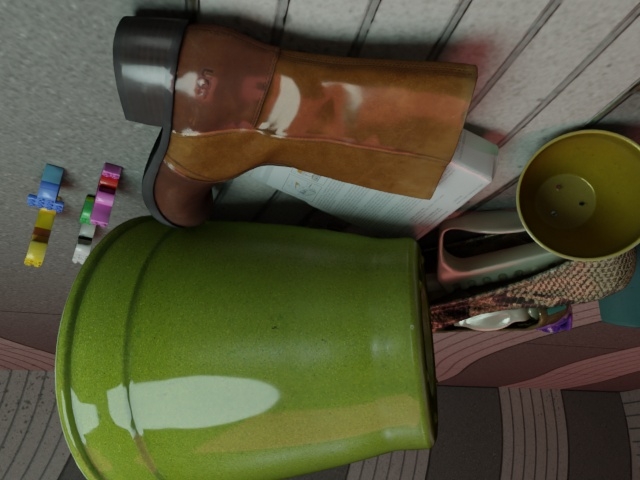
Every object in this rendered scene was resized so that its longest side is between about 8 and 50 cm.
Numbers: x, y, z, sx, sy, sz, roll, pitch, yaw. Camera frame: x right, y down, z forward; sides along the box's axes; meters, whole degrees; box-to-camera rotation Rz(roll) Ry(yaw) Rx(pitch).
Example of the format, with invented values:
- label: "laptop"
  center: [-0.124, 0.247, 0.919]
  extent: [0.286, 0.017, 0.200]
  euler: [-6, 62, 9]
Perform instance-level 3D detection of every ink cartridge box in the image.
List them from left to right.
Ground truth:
- label: "ink cartridge box"
  center: [0.050, -0.085, 0.516]
  extent: [0.225, 0.056, 0.181]
  euler: [25, 150, -9]

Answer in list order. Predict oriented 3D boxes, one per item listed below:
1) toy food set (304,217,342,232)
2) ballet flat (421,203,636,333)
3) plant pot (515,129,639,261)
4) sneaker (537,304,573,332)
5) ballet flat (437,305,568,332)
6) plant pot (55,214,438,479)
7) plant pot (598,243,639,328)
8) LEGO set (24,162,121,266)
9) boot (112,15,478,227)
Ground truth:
- label: "toy food set"
  center: [0.000, 0.000, 0.717]
  extent: [0.078, 0.019, 0.122]
  euler: [8, 146, -18]
- label: "ballet flat"
  center: [0.195, 0.045, 0.691]
  extent: [0.483, 0.164, 0.182]
  euler: [-18, 129, 23]
- label: "plant pot"
  center: [0.284, -0.046, 0.508]
  extent: [0.134, 0.134, 0.095]
  euler: [-7, 179, 16]
- label: "sneaker"
  center: [0.421, 0.120, 0.873]
  extent: [0.236, 0.104, 0.095]
  euler: [23, 148, -38]
- label: "ballet flat"
  center: [0.246, 0.123, 0.810]
  extent: [0.343, 0.116, 0.124]
  euler: [-7, -173, 41]
- label: "plant pot"
  center: [-0.040, 0.129, 0.574]
  extent: [0.353, 0.366, 0.366]
  euler: [-6, 155, 15]
- label: "plant pot"
  center: [0.558, 0.062, 0.692]
  extent: [0.166, 0.165, 0.234]
  euler: [7, 162, -14]
- label: "LEGO set"
  center: [-0.334, -0.015, 0.591]
  extent: [0.087, 0.093, 0.227]
  euler: [15, 152, -29]
- label: "boot"
  center: [-0.026, -0.082, 0.449]
  extent: [0.281, 0.096, 0.264]
  euler: [7, 142, -6]
